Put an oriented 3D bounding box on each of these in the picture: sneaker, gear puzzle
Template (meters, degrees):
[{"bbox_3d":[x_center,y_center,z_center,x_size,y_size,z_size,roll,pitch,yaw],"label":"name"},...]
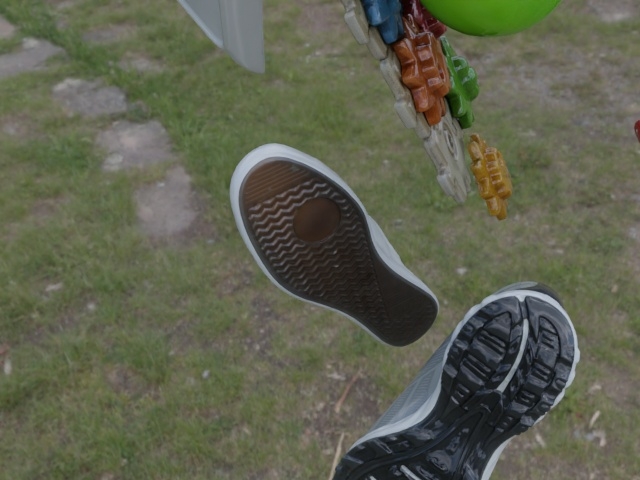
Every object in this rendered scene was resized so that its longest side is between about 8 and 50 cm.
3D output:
[{"bbox_3d":[0.107,0.143,0.566,0.100,0.271,0.108,39,23,9],"label":"sneaker"},{"bbox_3d":[0.000,0.000,0.684,0.106,0.290,0.123,-41,42,3],"label":"sneaker"},{"bbox_3d":[0.106,-0.130,0.592,0.044,0.339,0.175,-16,44,25],"label":"gear puzzle"}]

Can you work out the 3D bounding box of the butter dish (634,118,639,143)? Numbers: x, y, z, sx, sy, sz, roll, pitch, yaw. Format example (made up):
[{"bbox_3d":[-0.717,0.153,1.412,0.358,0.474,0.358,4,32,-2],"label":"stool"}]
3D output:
[{"bbox_3d":[0.398,-0.117,0.667,0.160,0.160,0.118,-10,55,41],"label":"butter dish"}]

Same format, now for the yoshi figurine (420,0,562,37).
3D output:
[{"bbox_3d":[0.194,-0.202,0.410,0.203,0.203,0.362,-25,21,-40],"label":"yoshi figurine"}]

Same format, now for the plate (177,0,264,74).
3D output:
[{"bbox_3d":[-0.175,-0.380,0.950,0.045,0.277,0.278,-36,76,-14],"label":"plate"}]
